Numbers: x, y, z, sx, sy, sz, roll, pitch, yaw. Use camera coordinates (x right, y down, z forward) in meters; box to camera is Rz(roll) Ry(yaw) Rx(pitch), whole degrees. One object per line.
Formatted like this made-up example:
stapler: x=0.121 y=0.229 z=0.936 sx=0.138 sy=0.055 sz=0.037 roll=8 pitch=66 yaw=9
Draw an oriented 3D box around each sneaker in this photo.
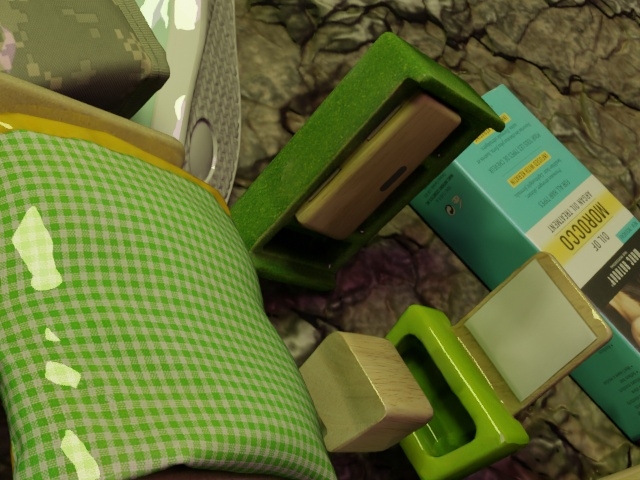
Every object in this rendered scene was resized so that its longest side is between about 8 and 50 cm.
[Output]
sneaker: x=-0.133 y=-0.105 z=0.595 sx=0.151 sy=0.094 sz=0.256 roll=-3 pitch=77 yaw=14

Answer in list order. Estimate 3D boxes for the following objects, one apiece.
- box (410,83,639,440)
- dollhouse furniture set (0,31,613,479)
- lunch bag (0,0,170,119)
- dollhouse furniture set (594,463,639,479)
box: x=0.171 y=0.011 z=0.669 sx=0.244 sy=0.060 sz=0.100 roll=47 pitch=51 yaw=9
dollhouse furniture set: x=0.000 y=0.000 z=0.436 sx=0.301 sy=0.151 sz=0.198 roll=16 pitch=35 yaw=-53
lunch bag: x=-0.257 y=-0.144 z=0.474 sx=0.235 sy=0.169 sz=0.287 roll=-17 pitch=72 yaw=-46
dollhouse furniture set: x=0.300 y=0.309 z=0.481 sx=0.362 sy=0.256 sz=0.394 roll=-9 pitch=84 yaw=-30
